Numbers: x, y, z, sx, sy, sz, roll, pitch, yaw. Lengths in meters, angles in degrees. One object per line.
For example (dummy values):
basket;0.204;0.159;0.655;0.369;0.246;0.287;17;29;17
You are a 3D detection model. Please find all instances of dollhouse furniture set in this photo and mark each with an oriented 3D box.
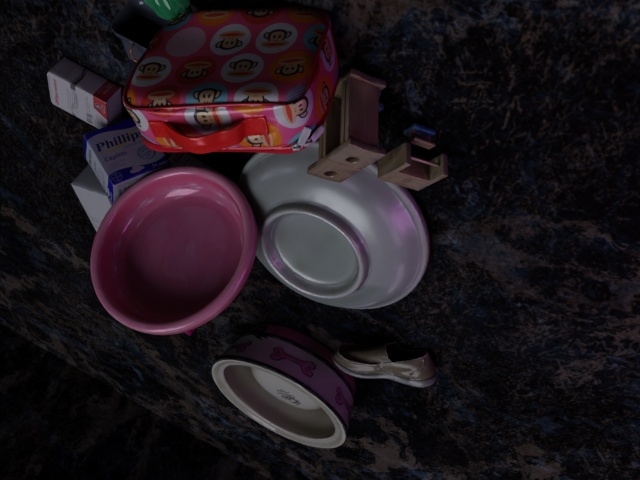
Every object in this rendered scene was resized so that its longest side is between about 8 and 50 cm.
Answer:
dollhouse furniture set;0.088;-0.161;1.172;0.184;0.129;0.129;13;158;-29

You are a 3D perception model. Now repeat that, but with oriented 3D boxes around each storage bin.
storage bin;-0.278;-0.327;1.254;0.135;0.098;0.091;27;158;7

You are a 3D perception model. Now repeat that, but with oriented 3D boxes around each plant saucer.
plant saucer;0.000;0.000;1.385;0.401;0.100;0.400;17;134;18
plant saucer;-0.269;0.022;1.396;0.332;0.332;0.084;17;165;22

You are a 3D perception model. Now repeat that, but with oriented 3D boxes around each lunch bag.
lunch bag;-0.129;-0.222;1.073;0.293;0.258;0.120;3;141;16

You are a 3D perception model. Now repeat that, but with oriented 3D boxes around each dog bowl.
dog bowl;-0.084;0.386;1.992;0.408;0.150;0.408;21;146;15

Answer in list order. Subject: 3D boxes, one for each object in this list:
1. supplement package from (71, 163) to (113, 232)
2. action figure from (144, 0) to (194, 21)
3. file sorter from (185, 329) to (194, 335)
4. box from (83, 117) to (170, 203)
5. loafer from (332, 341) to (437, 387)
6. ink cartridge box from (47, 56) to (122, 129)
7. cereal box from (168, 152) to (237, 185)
supplement package;-0.479;-0.092;1.715;0.105;0.105;0.179;19;146;21
action figure;-0.262;-0.423;1.130;0.137;0.063;0.232;-5;129;41
file sorter;-0.339;0.040;1.626;0.182;0.202;0.290;27;161;19
box;-0.390;-0.164;1.483;0.137;0.126;0.072;54;153;19
loafer;0.149;0.269;1.715;0.251;0.094;0.087;6;116;20
ink cartridge box;-0.472;-0.292;1.486;0.135;0.056;0.099;29;147;4
cereal box;-0.224;-0.080;1.573;0.240;0.047;0.173;31;150;0
